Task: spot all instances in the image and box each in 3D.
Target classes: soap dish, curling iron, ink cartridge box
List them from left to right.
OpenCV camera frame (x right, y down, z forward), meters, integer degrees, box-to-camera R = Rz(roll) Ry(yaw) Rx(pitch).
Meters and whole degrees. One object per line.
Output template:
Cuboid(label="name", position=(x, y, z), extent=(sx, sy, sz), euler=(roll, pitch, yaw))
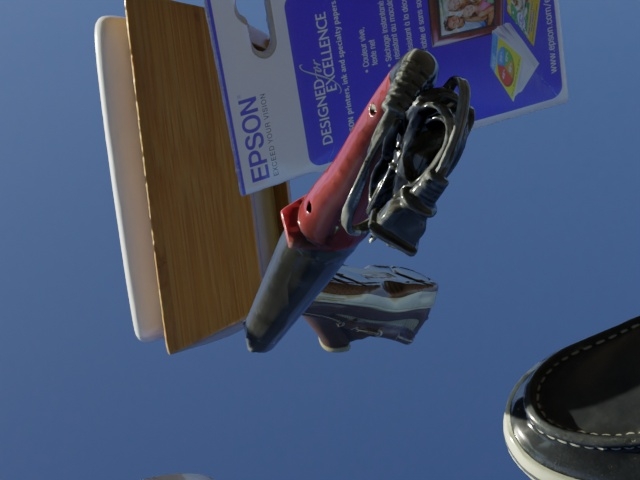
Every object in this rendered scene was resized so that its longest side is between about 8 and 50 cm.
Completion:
Cuboid(label="soap dish", position=(-0.095, -0.057, 1.404), extent=(0.118, 0.291, 0.229), euler=(-7, 179, 9))
Cuboid(label="curling iron", position=(0.000, 0.000, 0.658), extent=(0.035, 0.274, 0.068), euler=(24, -112, -8))
Cuboid(label="ink cartridge box", position=(0.028, -0.149, 0.890), extent=(0.208, 0.206, 0.045), euler=(-17, -156, -19))

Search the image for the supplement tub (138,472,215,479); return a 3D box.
Cuboid(label="supplement tub", position=(-0.076, 0.323, 0.949), extent=(0.235, 0.235, 0.325), euler=(-17, -116, -28))

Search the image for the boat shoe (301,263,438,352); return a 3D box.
Cuboid(label="boat shoe", position=(0.024, 0.079, 1.794), extent=(0.257, 0.095, 0.095), euler=(6, -163, -40))

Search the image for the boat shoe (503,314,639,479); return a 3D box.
Cuboid(label="boat shoe", position=(0.355, 0.064, 1.147), extent=(0.500, 0.156, 0.187), euler=(-14, -139, 24))
